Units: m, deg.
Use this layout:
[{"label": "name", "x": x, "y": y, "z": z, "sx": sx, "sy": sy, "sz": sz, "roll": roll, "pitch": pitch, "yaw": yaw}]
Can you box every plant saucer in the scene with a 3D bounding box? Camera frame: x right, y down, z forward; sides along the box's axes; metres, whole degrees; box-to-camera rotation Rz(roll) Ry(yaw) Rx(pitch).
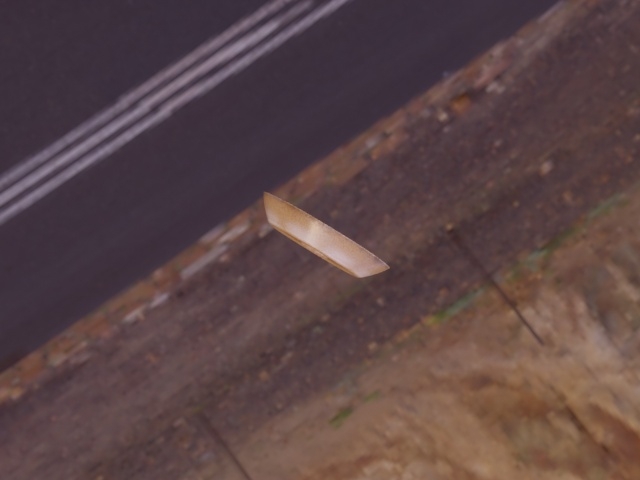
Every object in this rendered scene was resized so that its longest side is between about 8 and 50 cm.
[{"label": "plant saucer", "x": 0.000, "y": 0.000, "z": 0.716, "sx": 0.015, "sy": 0.083, "sz": 0.083, "roll": -59, "pitch": 169, "yaw": -3}]
